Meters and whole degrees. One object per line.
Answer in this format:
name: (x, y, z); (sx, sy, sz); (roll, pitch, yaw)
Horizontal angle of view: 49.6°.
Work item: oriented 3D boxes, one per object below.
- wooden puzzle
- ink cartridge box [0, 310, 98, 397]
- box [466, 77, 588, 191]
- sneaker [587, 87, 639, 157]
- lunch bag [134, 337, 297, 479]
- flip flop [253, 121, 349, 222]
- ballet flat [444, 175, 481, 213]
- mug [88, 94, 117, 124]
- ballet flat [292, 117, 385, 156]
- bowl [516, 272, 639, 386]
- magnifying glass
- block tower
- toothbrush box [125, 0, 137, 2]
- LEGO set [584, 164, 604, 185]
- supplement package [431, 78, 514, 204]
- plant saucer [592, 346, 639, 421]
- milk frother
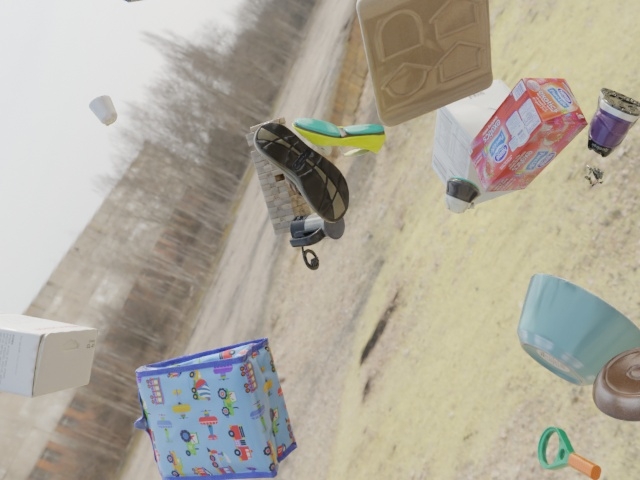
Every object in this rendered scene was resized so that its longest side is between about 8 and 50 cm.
wooden puzzle: (0.258, -0.486, 1.694); (0.080, 0.322, 0.348); (-118, 7, -48)
ink cartridge box: (-0.652, 0.221, 1.414); (0.226, 0.306, 0.131); (22, -103, -79)
box: (0.451, -0.230, 1.540); (0.257, 0.122, 0.128); (121, 140, -55)
sneaker: (0.643, -0.261, 1.550); (0.283, 0.107, 0.124); (-29, -35, -57)
lunch bag: (-0.221, 0.327, 1.290); (0.138, 0.293, 0.221); (-23, -81, -72)
flip flop: (-0.044, -0.154, 1.587); (0.112, 0.277, 0.080); (-49, 2, -21)
ballet flat: (0.285, -0.086, 1.395); (0.074, 0.074, 0.203); (-63, -13, 8)
mug: (-0.570, -0.342, 1.849); (0.062, 0.064, 0.078); (-35, -11, 6)
ballet flat: (0.042, -0.234, 1.614); (0.077, 0.230, 0.077); (-115, 32, -52)
bowl: (0.603, 0.235, 1.674); (0.163, 0.311, 0.311); (-53, 8, -9)
magnifying glass: (0.510, 0.446, 1.432); (0.231, 0.026, 0.092); (156, 131, -84)
block tower: (-0.115, -0.175, 1.999); (0.097, 0.336, 0.091); (-11, 10, 35)
toothbrush box: (-0.347, -0.540, 1.260); (0.216, 0.295, 0.126); (-28, -44, -40)
LEGO set: (0.658, -0.157, 1.651); (0.023, 0.054, 0.083); (-46, 9, 41)
supplement package: (0.449, -0.268, 1.940); (0.263, 0.199, 0.198); (86, 161, -50)
plant saucer: (0.612, 0.261, 1.321); (0.198, 0.036, 0.199); (-28, 18, 10)
milk frother: (0.000, 0.000, 1.889); (0.134, 0.143, 0.129); (-9, 43, 45)
